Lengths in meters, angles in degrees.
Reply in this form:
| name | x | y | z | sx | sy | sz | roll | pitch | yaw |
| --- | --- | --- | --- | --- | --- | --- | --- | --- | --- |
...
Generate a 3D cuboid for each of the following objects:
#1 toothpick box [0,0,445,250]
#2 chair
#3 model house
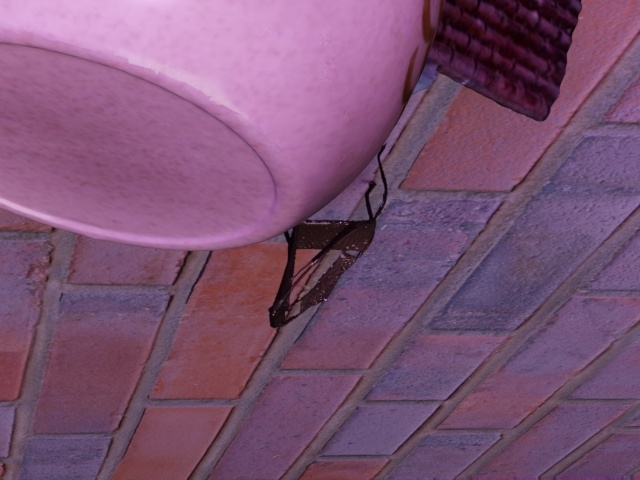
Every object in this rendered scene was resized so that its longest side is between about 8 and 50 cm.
| name | x | y | z | sx | sy | sz | roll | pitch | yaw |
| --- | --- | --- | --- | --- | --- | --- | --- | --- | --- |
| toothpick box | -0.108 | -0.242 | 1.077 | 0.409 | 0.425 | 0.409 | 12 | 157 | 5 |
| chair | 0.000 | 0.000 | 1.961 | 0.149 | 0.213 | 0.174 | 4 | 158 | -5 |
| model house | 0.092 | -0.208 | 1.416 | 0.230 | 0.249 | 0.280 | -21 | 152 | 37 |
